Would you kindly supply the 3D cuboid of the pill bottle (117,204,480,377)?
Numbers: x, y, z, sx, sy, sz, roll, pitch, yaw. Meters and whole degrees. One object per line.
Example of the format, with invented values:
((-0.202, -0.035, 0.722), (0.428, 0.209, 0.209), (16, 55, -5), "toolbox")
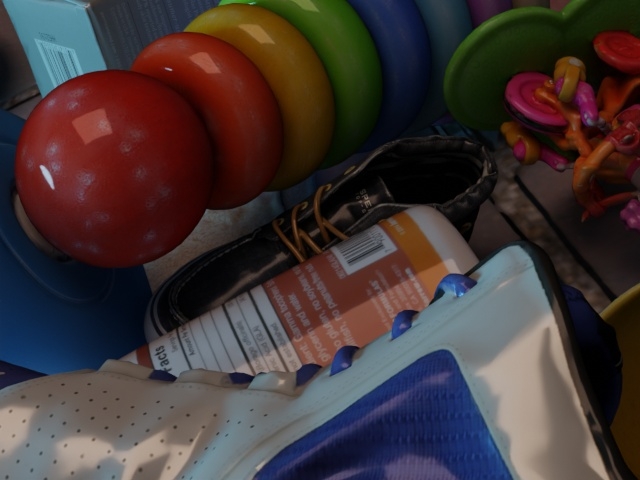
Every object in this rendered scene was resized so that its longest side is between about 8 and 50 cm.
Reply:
((-0.019, 0.084, 0.592), (0.216, 0.121, 0.121), (-28, 38, -2), "pill bottle")

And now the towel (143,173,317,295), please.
((-0.131, 0.014, 0.793), (0.282, 0.049, 0.187), (-21, 37, 6), "towel")

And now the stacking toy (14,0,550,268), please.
((-0.016, -0.080, 0.693), (0.141, 0.141, 0.330), (9, 31, 36), "stacking toy")

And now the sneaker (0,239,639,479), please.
((0.007, 0.085, 0.452), (0.315, 0.127, 0.182), (20, 64, 35), "sneaker")

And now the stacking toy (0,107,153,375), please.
((-0.248, 0.065, 0.684), (0.301, 0.165, 0.175), (-32, 67, 19), "stacking toy")

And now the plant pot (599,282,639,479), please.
((0.166, 0.083, 0.510), (0.134, 0.095, 0.134), (-15, 38, 13), "plant pot")

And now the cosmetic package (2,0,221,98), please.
((-0.062, -0.155, 0.867), (0.238, 0.107, 0.127), (-33, 31, -26), "cosmetic package")

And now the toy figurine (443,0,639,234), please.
((0.164, -0.036, 0.627), (0.173, 0.130, 0.159), (-3, 43, -25), "toy figurine")

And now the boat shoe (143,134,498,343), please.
((0.000, 0.000, 0.661), (0.183, 0.083, 0.065), (-21, 64, -26), "boat shoe")
